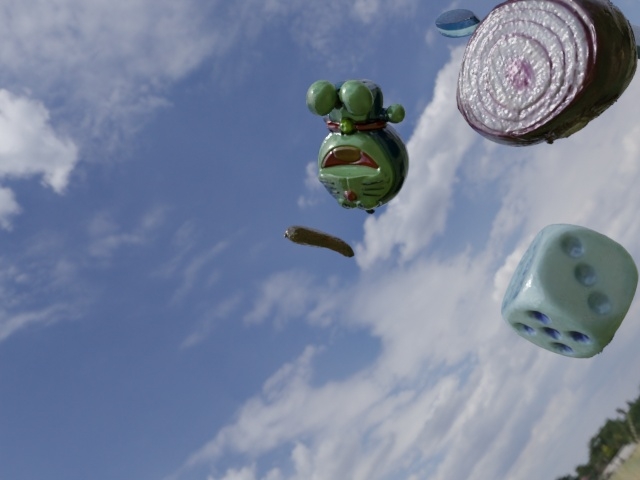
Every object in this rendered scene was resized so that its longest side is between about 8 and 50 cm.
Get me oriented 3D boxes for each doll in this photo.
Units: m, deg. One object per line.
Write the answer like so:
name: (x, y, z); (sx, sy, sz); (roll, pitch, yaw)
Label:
doll: (0.088, -0.200, 1.518); (0.186, 0.198, 0.322); (-46, -41, -49)

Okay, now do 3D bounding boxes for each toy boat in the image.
toy boat: (0.506, -0.786, 2.582); (0.096, 0.299, 0.062); (-43, -66, -2)

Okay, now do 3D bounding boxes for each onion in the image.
onion: (0.447, -0.338, 1.405); (0.260, 0.282, 0.336); (-12, -23, -46)

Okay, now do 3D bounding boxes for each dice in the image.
dice: (0.653, 0.133, 1.897); (0.268, 0.262, 0.265); (-60, -8, -21)

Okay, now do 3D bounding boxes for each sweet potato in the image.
sweet potato: (0.000, 0.000, 2.646); (0.075, 0.273, 0.075); (-164, 90, -83)

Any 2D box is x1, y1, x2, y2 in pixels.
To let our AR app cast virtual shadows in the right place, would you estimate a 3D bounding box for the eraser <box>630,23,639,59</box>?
eraser: (0.878, -0.594, 2.098); (0.311, 0.144, 0.043); (1, -42, -31)
